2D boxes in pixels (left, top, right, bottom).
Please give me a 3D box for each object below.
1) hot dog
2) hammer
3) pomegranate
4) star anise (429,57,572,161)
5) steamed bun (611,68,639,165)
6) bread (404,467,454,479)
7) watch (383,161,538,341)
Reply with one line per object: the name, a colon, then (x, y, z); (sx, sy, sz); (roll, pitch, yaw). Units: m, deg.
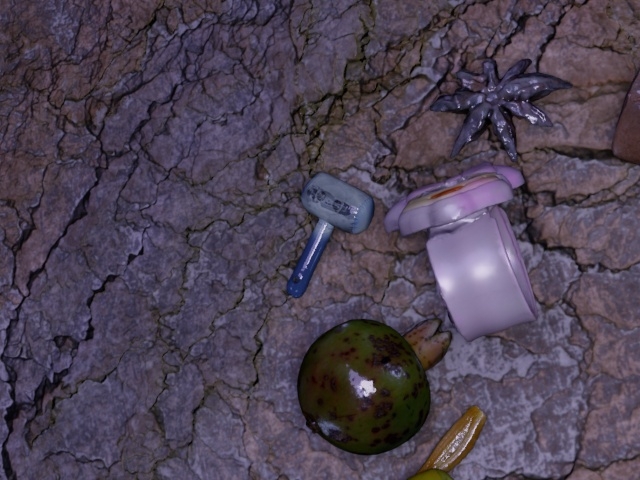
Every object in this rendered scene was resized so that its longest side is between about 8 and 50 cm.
hot dog: (0.185, 0.292, 1.509); (0.137, 0.028, 0.044); (-51, 39, -3)
hammer: (0.000, 0.000, 1.648); (0.116, 0.069, 0.194); (28, 93, 24)
pomegranate: (0.081, 0.189, 1.497); (0.248, 0.202, 0.202); (-36, 63, -22)
star anise: (0.260, -0.200, 1.608); (0.204, 0.061, 0.181); (11, 79, 22)
steamed bun: (0.492, -0.182, 1.494); (0.145, 0.106, 0.175); (20, 80, 24)
bread: (0.049, 0.452, 1.466); (0.383, 0.112, 0.166); (-29, 64, 10)
watch: (0.207, 0.022, 1.507); (0.211, 0.248, 0.217); (-19, 95, 12)
